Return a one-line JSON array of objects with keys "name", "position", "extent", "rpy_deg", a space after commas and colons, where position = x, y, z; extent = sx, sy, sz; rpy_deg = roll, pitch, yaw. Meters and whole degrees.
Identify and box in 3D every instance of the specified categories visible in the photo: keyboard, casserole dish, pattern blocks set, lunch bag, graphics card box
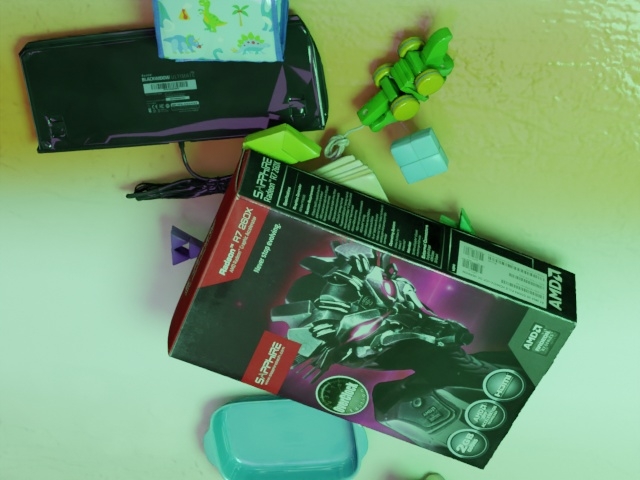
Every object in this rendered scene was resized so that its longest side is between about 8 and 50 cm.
[{"name": "keyboard", "position": [-0.147, -0.126, 1.551], "extent": [0.317, 0.033, 0.201], "rpy_deg": [-3, 111, 12]}, {"name": "casserole dish", "position": [-0.038, 0.222, 1.680], "extent": [0.188, 0.037, 0.114], "rpy_deg": [-5, 112, 11]}, {"name": "pattern blocks set", "position": [0.000, 0.000, 1.560], "extent": [0.325, 0.026, 0.285], "rpy_deg": [-10, 123, 15]}, {"name": "lunch bag", "position": [-0.097, -0.250, 1.452], "extent": [0.129, 0.096, 0.151], "rpy_deg": [2, 103, 9]}, {"name": "graphics card box", "position": [0.050, 0.077, 1.534], "extent": [0.371, 0.094, 0.232], "rpy_deg": [21, 125, -8]}]

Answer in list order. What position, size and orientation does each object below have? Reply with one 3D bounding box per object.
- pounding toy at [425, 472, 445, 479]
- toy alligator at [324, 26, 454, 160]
[{"name": "pounding toy", "position": [0.085, 0.387, 1.714], "extent": [0.154, 0.155, 0.269], "rpy_deg": [35, 107, 25]}, {"name": "toy alligator", "position": [0.079, -0.143, 1.498], "extent": [0.051, 0.056, 0.189], "rpy_deg": [10, 134, -44]}]
